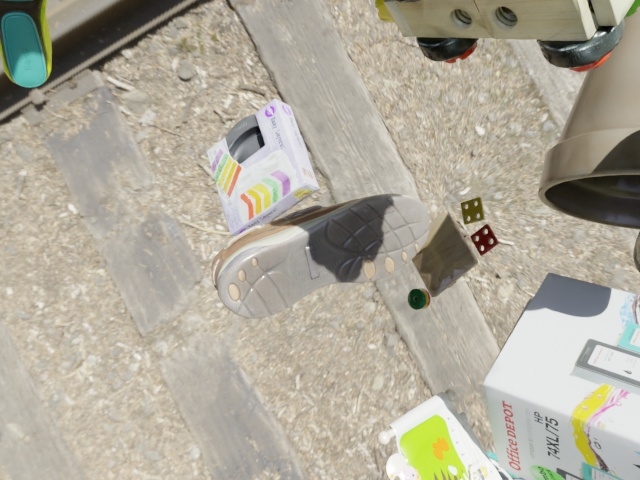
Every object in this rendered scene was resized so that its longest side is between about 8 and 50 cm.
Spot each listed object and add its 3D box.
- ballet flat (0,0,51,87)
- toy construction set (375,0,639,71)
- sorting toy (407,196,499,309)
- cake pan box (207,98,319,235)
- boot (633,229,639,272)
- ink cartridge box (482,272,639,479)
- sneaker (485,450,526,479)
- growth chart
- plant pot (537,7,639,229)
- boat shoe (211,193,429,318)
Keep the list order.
[{"bbox_3d":[-0.378,-0.304,0.771,0.077,0.077,0.231,-5,136,-22],"label":"ballet flat"},{"bbox_3d":[0.147,-0.228,0.411,0.151,0.328,0.215,42,76,-26],"label":"toy construction set"},{"bbox_3d":[0.264,0.023,1.285,0.274,0.046,0.132,-48,56,38],"label":"sorting toy"},{"bbox_3d":[-0.146,-0.176,1.499,0.246,0.070,0.266,-30,63,24],"label":"cake pan box"},{"bbox_3d":[0.381,-0.083,0.568,0.085,0.178,0.236,23,72,11],"label":"boot"},{"bbox_3d":[0.365,0.198,0.729,0.270,0.197,0.198,16,141,38],"label":"ink cartridge box"},{"bbox_3d":[0.500,0.605,1.666,0.107,0.275,0.110,-1,63,44],"label":"sneaker"},{"bbox_3d":[0.176,0.309,0.777,0.237,0.172,0.021,57,138,5],"label":"growth chart"},{"bbox_3d":[0.496,-0.180,0.883,0.323,0.323,0.280,9,83,10],"label":"plant pot"},{"bbox_3d":[0.000,0.000,0.848,0.324,0.116,0.123,-15,114,-24],"label":"boat shoe"}]
